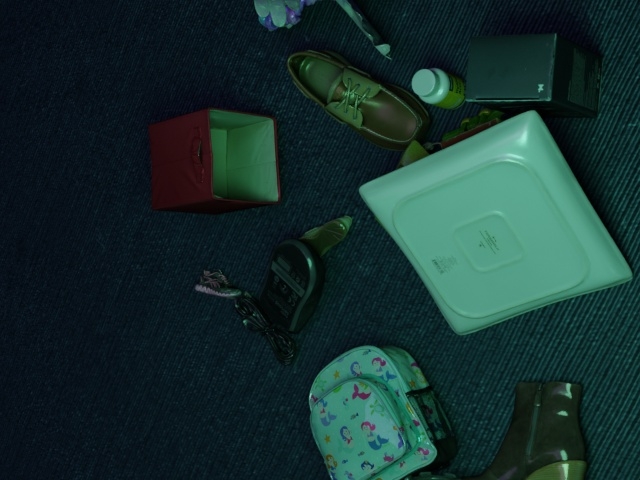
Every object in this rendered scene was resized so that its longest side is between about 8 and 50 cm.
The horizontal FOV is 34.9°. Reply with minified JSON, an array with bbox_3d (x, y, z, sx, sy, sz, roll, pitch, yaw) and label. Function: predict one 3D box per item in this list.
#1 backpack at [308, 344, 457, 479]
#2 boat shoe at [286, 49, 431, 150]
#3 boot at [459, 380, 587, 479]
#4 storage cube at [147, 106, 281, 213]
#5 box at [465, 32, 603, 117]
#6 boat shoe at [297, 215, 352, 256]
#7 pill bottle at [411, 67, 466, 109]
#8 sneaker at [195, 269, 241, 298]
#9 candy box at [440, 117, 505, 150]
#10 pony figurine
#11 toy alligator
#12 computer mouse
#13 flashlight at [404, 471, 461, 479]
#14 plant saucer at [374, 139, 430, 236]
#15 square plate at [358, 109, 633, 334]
[{"bbox_3d":[0.096,0.319,1.842,0.225,0.191,0.254,-36,63,29],"label":"backpack"},{"bbox_3d":[0.058,-0.269,1.931,0.324,0.120,0.123,34,106,32],"label":"boat shoe"},{"bbox_3d":[0.341,0.350,1.744,0.248,0.090,0.207,-11,67,38],"label":"boot"},{"bbox_3d":[-0.216,-0.154,2.066,0.193,0.215,0.184,-8,84,41],"label":"storage cube"},{"bbox_3d":[0.354,-0.267,1.672,0.153,0.207,0.108,6,91,35],"label":"box"},{"bbox_3d":[-0.001,-0.002,2.009,0.153,0.048,0.056,-36,94,35],"label":"boat shoe"},{"bbox_3d":[0.212,-0.274,1.827,0.065,0.116,0.065,-2,87,35],"label":"pill bottle"},{"bbox_3d":[-0.213,0.090,2.151,0.119,0.047,0.057,12,83,33],"label":"sneaker"},{"bbox_3d":[0.296,-0.151,1.718,0.109,0.186,0.053,-22,74,31],"label":"candy box"},{"bbox_3d":[0.010,-0.517,1.921,0.363,0.302,0.351,-61,26,20],"label":"pony figurine"},{"bbox_3d":[0.264,-0.184,1.831,0.189,0.056,0.051,-26,117,38],"label":"toy alligator"},{"bbox_3d":[-0.061,0.099,2.017,0.188,0.072,0.272,47,132,24],"label":"computer mouse"},{"bbox_3d":[0.195,0.554,1.730,0.103,0.103,0.304,0,90,45],"label":"flashlight"},{"bbox_3d":[0.173,-0.052,1.842,0.188,0.045,0.188,51,134,30],"label":"plant saucer"},{"bbox_3d":[0.284,-0.005,1.684,0.344,0.049,0.347,-23,113,32],"label":"square plate"}]
